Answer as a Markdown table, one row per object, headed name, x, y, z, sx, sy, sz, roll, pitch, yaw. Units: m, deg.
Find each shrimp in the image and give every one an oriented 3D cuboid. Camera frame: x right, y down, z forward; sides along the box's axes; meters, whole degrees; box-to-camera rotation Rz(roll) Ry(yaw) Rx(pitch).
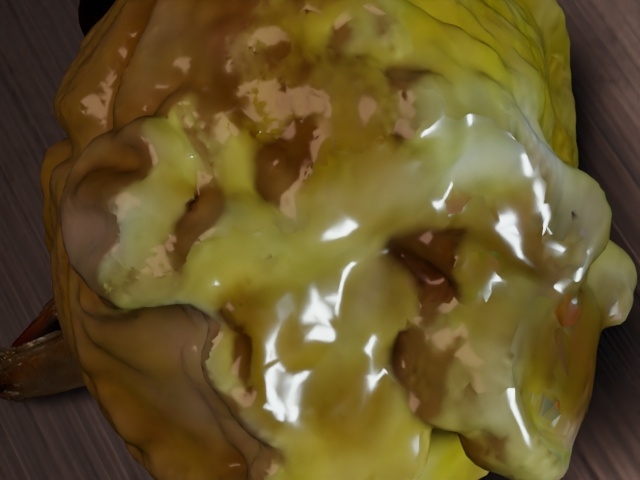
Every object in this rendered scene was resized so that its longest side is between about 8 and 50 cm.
| name | x | y | z | sx | sy | sz | roll | pitch | yaw |
| --- | --- | --- | --- | --- | --- | --- | --- | --- | --- |
| shrimp | -0.186 | 0.072 | 1.221 | 0.190 | 0.042 | 0.101 | -24 | 52 | 19 |

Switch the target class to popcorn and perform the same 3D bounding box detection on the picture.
| name | x | y | z | sx | sy | sz | roll | pitch | yaw |
| --- | --- | --- | --- | --- | --- | --- | --- | --- | --- |
| popcorn | -0.005 | -0.015 | 0.988 | 0.354 | 0.344 | 0.390 | -48 | 32 | 32 |

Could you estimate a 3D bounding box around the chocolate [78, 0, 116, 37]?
| name | x | y | z | sx | sy | sz | roll | pitch | yaw |
| --- | --- | --- | --- | --- | --- | --- | --- | --- | --- |
| chocolate | -0.117 | -0.162 | 1.207 | 0.148 | 0.080 | 0.125 | -19 | 73 | 18 |
